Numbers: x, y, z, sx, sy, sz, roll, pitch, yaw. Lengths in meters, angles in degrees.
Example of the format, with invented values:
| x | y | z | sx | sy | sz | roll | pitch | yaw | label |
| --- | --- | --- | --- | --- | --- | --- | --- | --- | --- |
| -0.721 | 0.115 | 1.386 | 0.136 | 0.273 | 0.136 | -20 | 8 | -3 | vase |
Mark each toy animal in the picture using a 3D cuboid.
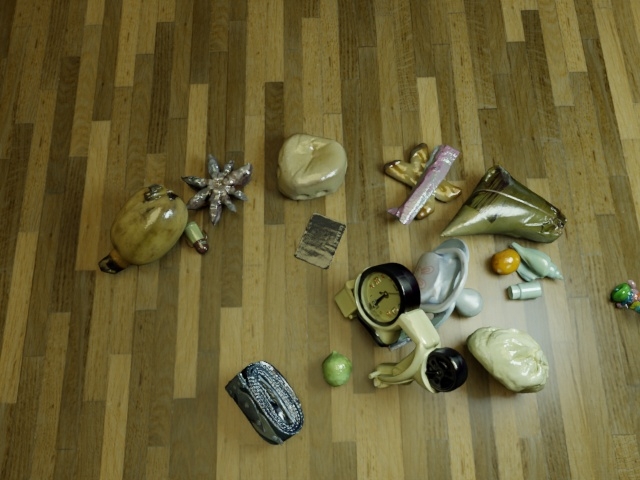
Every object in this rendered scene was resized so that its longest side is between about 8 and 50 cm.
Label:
| x | y | z | sx | sy | sz | roll | pitch | yaw | label |
| --- | --- | --- | --- | --- | --- | --- | --- | --- | --- |
| 0.910 | 0.203 | 1.511 | 0.208 | 0.103 | 0.100 | 48 | 123 | 10 | toy animal |

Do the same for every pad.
| x | y | z | sx | sy | sz | roll | pitch | yaw | label |
| --- | --- | --- | --- | --- | --- | --- | --- | --- | --- |
| 0.000 | 0.000 | 1.640 | 0.112 | 0.003 | 0.157 | 21 | 74 | 7 | pad |

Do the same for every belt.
| x | y | z | sx | sy | sz | roll | pitch | yaw | label |
| --- | --- | --- | --- | --- | --- | --- | --- | --- | --- |
| -0.146 | 0.435 | 1.453 | 0.122 | 0.128 | 0.218 | -26 | 72 | -46 | belt |

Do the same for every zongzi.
| x | y | z | sx | sy | sz | roll | pitch | yaw | label |
| --- | --- | --- | --- | --- | --- | --- | --- | --- | --- |
| 0.522 | -0.034 | 1.552 | 0.274 | 0.145 | 0.300 | 38 | 65 | 11 | zongzi |

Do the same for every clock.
| x | y | z | sx | sy | sz | roll | pitch | yaw | label |
| --- | --- | --- | --- | --- | --- | --- | --- | --- | --- |
| 0.200 | 0.246 | 1.441 | 0.120 | 0.276 | 0.379 | -7 | 63 | -42 | clock |

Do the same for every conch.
| x | y | z | sx | sy | sz | roll | pitch | yaw | label |
| --- | --- | --- | --- | --- | --- | --- | --- | --- | --- |
| 0.625 | 0.072 | 1.583 | 0.180 | 0.088 | 0.065 | 34 | 33 | 18 | conch |

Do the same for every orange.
| x | y | z | sx | sy | sz | roll | pitch | yaw | label |
| --- | --- | --- | --- | --- | --- | --- | --- | --- | --- |
| 0.531 | 0.063 | 1.569 | 0.083 | 0.083 | 0.070 | -26 | 90 | -7 | orange |

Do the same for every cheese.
| x | y | z | sx | sy | sz | roll | pitch | yaw | label |
| --- | --- | --- | --- | --- | --- | --- | --- | --- | --- |
| -0.034 | -0.231 | 1.654 | 0.235 | 0.117 | 0.218 | -36 | 74 | -13 | cheese |

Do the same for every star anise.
| x | y | z | sx | sy | sz | roll | pitch | yaw | label |
| --- | --- | --- | --- | --- | --- | --- | --- | --- | --- |
| -0.307 | -0.162 | 1.649 | 0.236 | 0.093 | 0.229 | -22 | 74 | -4 | star anise |

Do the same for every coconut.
| x | y | z | sx | sy | sz | roll | pitch | yaw | label |
| --- | --- | --- | --- | --- | --- | --- | --- | --- | --- |
| 0.045 | 0.348 | 1.489 | 0.088 | 0.088 | 0.096 | -6 | 80 | -1 | coconut |

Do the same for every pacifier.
| x | y | z | sx | sy | sz | roll | pitch | yaw | label |
| --- | --- | --- | --- | --- | --- | --- | --- | --- | --- |
| 0.362 | 0.138 | 1.503 | 0.226 | 0.238 | 0.287 | 27 | 69 | -22 | pacifier |

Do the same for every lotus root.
| x | y | z | sx | sy | sz | roll | pitch | yaw | label |
| --- | --- | --- | --- | --- | --- | --- | --- | --- | --- |
| -0.515 | -0.019 | 1.574 | 0.183 | 0.183 | 0.310 | 39 | 89 | 12 | lotus root |

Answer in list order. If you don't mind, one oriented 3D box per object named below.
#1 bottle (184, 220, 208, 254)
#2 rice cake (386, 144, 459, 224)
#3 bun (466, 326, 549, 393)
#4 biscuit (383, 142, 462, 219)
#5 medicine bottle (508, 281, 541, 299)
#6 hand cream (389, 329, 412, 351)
| x | y | z | sx | sy | sz | roll | pitch | yaw | label |
| --- | --- | --- | --- | --- | --- | --- | --- | --- | --- |
| -0.370 | -0.004 | 1.629 | 0.063 | 0.047 | 0.101 | -37 | 79 | 19 | bottle |
| 0.305 | -0.169 | 1.613 | 0.081 | 0.051 | 0.290 | 36 | 79 | 10 | rice cake |
| 0.497 | 0.301 | 1.422 | 0.145 | 0.229 | 0.229 | -45 | 76 | 11 | bun |
| 0.310 | -0.182 | 1.667 | 0.164 | 0.047 | 0.208 | -31 | 76 | -5 | biscuit |
| 0.584 | 0.144 | 1.562 | 0.083 | 0.047 | 0.047 | -6 | 73 | 0 | medicine bottle |
| 0.190 | 0.190 | 1.556 | 0.086 | 0.055 | 0.235 | -24 | 81 | -3 | hand cream |
